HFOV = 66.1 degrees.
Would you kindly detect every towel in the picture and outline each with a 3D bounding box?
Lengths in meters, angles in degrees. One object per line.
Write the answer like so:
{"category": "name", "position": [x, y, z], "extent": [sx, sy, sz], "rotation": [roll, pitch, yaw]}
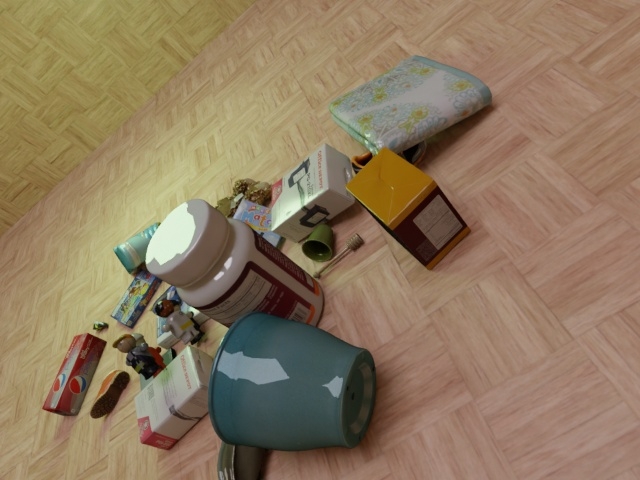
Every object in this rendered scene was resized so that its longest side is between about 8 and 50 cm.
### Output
{"category": "towel", "position": [0.222, -0.366, 1.333], "extent": [0.320, 0.090, 0.374], "rotation": [-31, 37, -4]}

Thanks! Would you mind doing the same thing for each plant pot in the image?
{"category": "plant pot", "position": [0.000, 0.000, 1.303], "extent": [0.083, 0.083, 0.079], "rotation": [-16, 38, 33]}
{"category": "plant pot", "position": [-0.035, 0.286, 0.970], "extent": [0.255, 0.271, 0.271], "rotation": [2, 59, 26]}

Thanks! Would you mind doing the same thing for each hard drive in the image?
{"category": "hard drive", "position": [-0.476, 0.393, 1.448], "extent": [0.135, 0.022, 0.094], "rotation": [-41, 40, 8]}

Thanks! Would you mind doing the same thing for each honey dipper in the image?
{"category": "honey dipper", "position": [0.042, 0.043, 1.264], "extent": [0.161, 0.030, 0.030], "rotation": [-41, 40, 14]}

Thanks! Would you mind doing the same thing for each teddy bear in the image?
{"category": "teddy bear", "position": [-0.281, -0.073, 1.603], "extent": [0.245, 0.113, 0.338], "rotation": [3, 54, 33]}

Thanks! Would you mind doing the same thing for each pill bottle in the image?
{"category": "pill bottle", "position": [-0.190, 0.089, 1.146], "extent": [0.224, 0.392, 0.224], "rotation": [-24, 45, 26]}

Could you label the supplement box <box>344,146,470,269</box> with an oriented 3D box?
{"category": "supplement box", "position": [0.191, -0.071, 1.088], "extent": [0.129, 0.194, 0.191], "rotation": [-45, 40, 4]}

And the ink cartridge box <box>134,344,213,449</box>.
{"category": "ink cartridge box", "position": [-0.373, 0.409, 1.288], "extent": [0.218, 0.092, 0.158], "rotation": [-45, 40, 6]}

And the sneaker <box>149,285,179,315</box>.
{"category": "sneaker", "position": [-0.459, 0.179, 1.516], "extent": [0.144, 0.059, 0.053], "rotation": [-51, 5, -29]}

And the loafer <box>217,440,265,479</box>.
{"category": "loafer", "position": [-0.163, 0.445, 1.067], "extent": [0.087, 0.094, 0.251], "rotation": [-37, 41, 20]}

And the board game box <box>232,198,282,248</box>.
{"category": "board game box", "position": [-0.200, -0.004, 1.445], "extent": [0.160, 0.039, 0.211], "rotation": [19, 67, 10]}

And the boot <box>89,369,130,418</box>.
{"category": "boot", "position": [-0.664, 0.474, 1.530], "extent": [0.085, 0.059, 0.158], "rotation": [1, 51, 46]}

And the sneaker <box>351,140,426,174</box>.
{"category": "sneaker", "position": [0.179, -0.220, 1.309], "extent": [0.215, 0.083, 0.084], "rotation": [-24, 44, 24]}

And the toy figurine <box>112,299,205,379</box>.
{"category": "toy figurine", "position": [-0.440, 0.262, 1.341], "extent": [0.213, 0.148, 0.209], "rotation": [-42, -5, -13]}

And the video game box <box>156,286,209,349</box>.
{"category": "video game box", "position": [-0.434, 0.209, 1.542], "extent": [0.187, 0.048, 0.205], "rotation": [-36, 41, 11]}

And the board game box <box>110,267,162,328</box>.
{"category": "board game box", "position": [-0.657, 0.203, 1.754], "extent": [0.136, 0.035, 0.201], "rotation": [11, 67, 46]}

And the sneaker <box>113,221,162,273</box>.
{"category": "sneaker", "position": [-0.657, 0.025, 1.854], "extent": [0.208, 0.127, 0.319], "rotation": [-35, 13, -25]}

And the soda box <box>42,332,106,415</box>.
{"category": "soda box", "position": [-0.833, 0.454, 1.673], "extent": [0.092, 0.083, 0.263], "rotation": [-16, 50, 33]}

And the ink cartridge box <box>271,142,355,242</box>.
{"category": "ink cartridge box", "position": [-0.027, -0.129, 1.361], "extent": [0.237, 0.100, 0.172], "rotation": [-34, 46, 36]}

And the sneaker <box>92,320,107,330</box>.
{"category": "sneaker", "position": [-0.811, 0.317, 1.810], "extent": [0.083, 0.031, 0.035], "rotation": [-6, 69, 44]}
